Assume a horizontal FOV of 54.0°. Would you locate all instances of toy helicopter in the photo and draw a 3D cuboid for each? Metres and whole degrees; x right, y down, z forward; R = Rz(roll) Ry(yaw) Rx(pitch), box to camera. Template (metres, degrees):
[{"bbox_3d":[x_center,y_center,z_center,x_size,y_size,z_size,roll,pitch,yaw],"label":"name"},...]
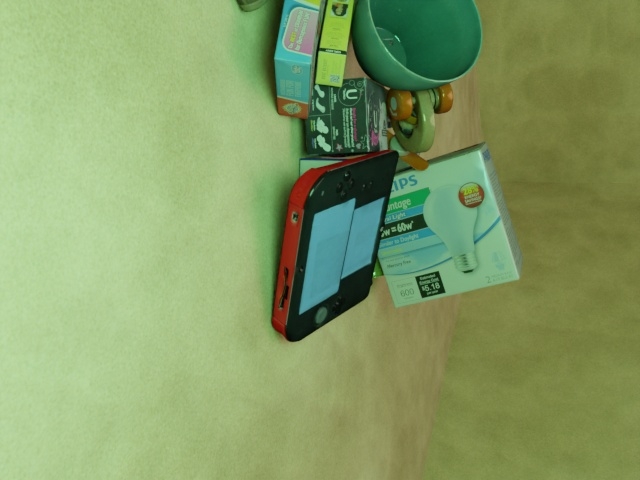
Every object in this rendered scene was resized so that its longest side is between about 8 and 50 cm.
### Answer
[{"bbox_3d":[0.200,-0.328,1.636,0.355,0.140,0.234,-127,-152,-54],"label":"toy helicopter"}]

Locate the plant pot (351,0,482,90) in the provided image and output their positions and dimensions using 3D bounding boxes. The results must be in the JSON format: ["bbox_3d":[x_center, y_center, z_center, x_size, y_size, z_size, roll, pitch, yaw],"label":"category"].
[{"bbox_3d":[0.182,-0.453,1.397,0.291,0.195,0.289,5,78,-26],"label":"plant pot"}]

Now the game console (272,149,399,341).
[{"bbox_3d":[0.041,0.009,1.343,0.342,0.060,0.386,-20,129,-47],"label":"game console"}]

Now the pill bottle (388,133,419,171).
[{"bbox_3d":[0.250,-0.271,1.952,0.186,0.112,0.111,-60,145,-49],"label":"pill bottle"}]

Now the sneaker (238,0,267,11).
[{"bbox_3d":[-0.103,-0.494,1.136,0.071,0.066,0.188,63,36,-44],"label":"sneaker"}]

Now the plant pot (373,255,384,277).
[{"bbox_3d":[0.144,0.064,1.798,0.083,0.083,0.079,-21,101,-66],"label":"plant pot"}]

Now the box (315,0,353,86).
[{"bbox_3d":[0.033,-0.432,1.312,0.087,0.058,0.232,99,-1,-55],"label":"box"}]

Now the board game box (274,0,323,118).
[{"bbox_3d":[-0.030,-0.429,1.205,0.242,0.064,0.316,102,-3,-77],"label":"board game box"}]

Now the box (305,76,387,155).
[{"bbox_3d":[0.066,-0.272,1.424,0.247,0.142,0.163,-25,113,-72],"label":"box"}]

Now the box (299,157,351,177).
[{"bbox_3d":[0.035,-0.151,1.431,0.137,0.126,0.072,-18,111,-66],"label":"box"}]

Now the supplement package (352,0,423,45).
[{"bbox_3d":[0.165,-0.617,1.534,0.198,0.200,0.262,-90,165,-45],"label":"supplement package"}]

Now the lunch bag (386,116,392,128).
[{"bbox_3d":[0.219,-0.396,1.939,0.083,0.053,0.071,105,-2,-66],"label":"lunch bag"}]

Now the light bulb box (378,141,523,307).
[{"bbox_3d":[0.338,-0.045,1.757,0.360,0.358,0.225,71,22,-6],"label":"light bulb box"}]
